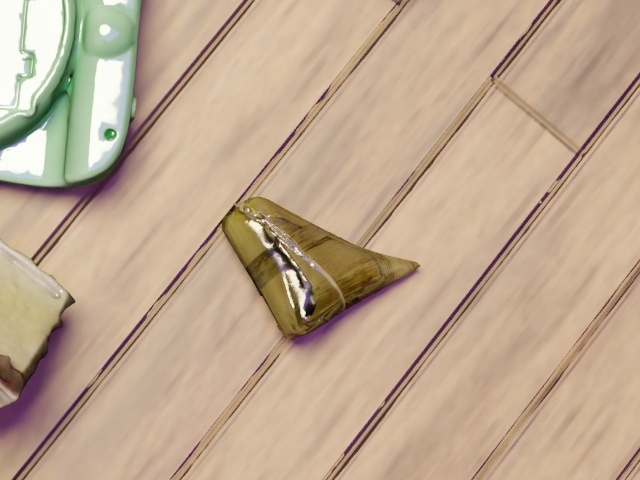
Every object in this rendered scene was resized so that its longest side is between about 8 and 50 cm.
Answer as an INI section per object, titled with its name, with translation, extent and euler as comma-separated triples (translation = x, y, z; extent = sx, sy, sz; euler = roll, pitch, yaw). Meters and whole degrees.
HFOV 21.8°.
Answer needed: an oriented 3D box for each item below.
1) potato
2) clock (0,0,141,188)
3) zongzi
[potato]
translation = -0.185, 0.023, 0.778
extent = 0.122, 0.086, 0.061
euler = 39, 125, -14
[clock]
translation = -0.180, -0.103, 0.805
extent = 0.188, 0.060, 0.148
euler = 3, 88, -8
[zongzi]
translation = 0.000, 0.000, 0.846
extent = 0.083, 0.040, 0.076
euler = -29, 87, -21
